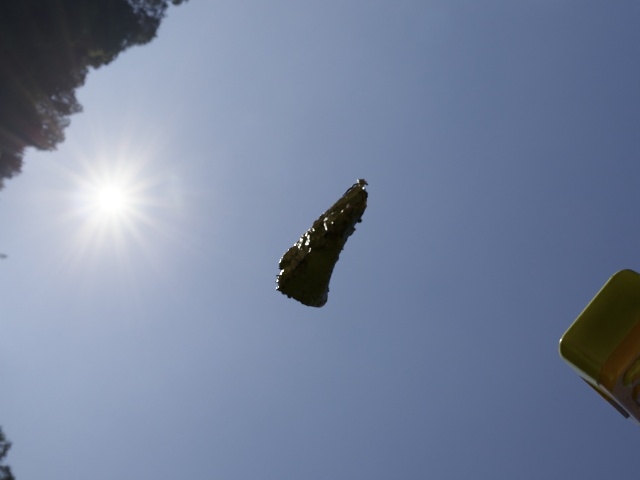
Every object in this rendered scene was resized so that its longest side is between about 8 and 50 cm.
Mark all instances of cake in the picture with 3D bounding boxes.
[{"bbox_3d":[0.000,0.000,0.566,0.051,0.055,0.140,-78,-172,-46],"label":"cake"}]

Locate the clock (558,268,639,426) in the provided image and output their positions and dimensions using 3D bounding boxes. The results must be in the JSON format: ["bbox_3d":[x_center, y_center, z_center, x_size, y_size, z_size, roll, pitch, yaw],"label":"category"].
[{"bbox_3d":[0.392,0.140,0.762,0.143,0.202,0.096,-53,-143,0],"label":"clock"}]
